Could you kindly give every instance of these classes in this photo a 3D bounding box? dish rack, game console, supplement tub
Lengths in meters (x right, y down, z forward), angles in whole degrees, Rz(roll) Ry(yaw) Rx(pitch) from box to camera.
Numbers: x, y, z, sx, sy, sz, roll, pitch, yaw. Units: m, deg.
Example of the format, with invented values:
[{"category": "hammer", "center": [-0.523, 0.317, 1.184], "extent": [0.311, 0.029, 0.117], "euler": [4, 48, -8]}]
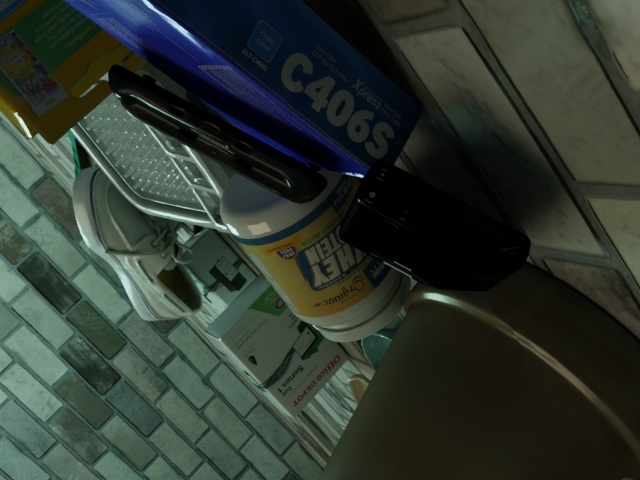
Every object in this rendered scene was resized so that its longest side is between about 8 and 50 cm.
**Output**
[{"category": "dish rack", "center": [-0.241, -0.145, 1.209], "extent": [0.332, 0.072, 0.286], "euler": [11, 144, 47]}, {"category": "game console", "center": [-0.013, -0.055, 0.706], "extent": [0.361, 0.044, 0.213], "euler": [28, 172, 0]}, {"category": "supplement tub", "center": [0.000, 0.000, 0.918], "extent": [0.144, 0.144, 0.200], "euler": [22, 153, 53]}]

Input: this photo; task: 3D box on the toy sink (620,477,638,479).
[{"category": "toy sink", "center": [0.351, 0.198, 0.577], "extent": [0.234, 0.131, 0.153], "euler": [9, 142, 56]}]

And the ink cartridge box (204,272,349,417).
[{"category": "ink cartridge box", "center": [-0.076, 0.190, 1.554], "extent": [0.219, 0.160, 0.092], "euler": [50, 163, -22]}]

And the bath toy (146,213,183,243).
[{"category": "bath toy", "center": [-0.346, -0.027, 1.737], "extent": [0.151, 0.129, 0.348], "euler": [47, 163, -8]}]

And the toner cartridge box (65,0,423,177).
[{"category": "toner cartridge box", "center": [-0.092, -0.172, 0.666], "extent": [0.347, 0.075, 0.165], "euler": [34, 170, -34]}]

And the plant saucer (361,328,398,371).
[{"category": "plant saucer", "center": [0.190, 0.231, 1.216], "extent": [0.317, 0.044, 0.318], "euler": [41, 164, 15]}]

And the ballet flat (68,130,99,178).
[{"category": "ballet flat", "center": [-0.418, -0.135, 1.590], "extent": [0.087, 0.083, 0.247], "euler": [-13, 91, 64]}]

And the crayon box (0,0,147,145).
[{"category": "crayon box", "center": [-0.340, -0.267, 0.977], "extent": [0.323, 0.203, 0.083], "euler": [43, 164, 6]}]

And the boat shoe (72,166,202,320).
[{"category": "boat shoe", "center": [-0.294, 0.014, 1.505], "extent": [0.156, 0.136, 0.367], "euler": [-3, 133, 18]}]

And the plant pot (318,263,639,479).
[{"category": "plant pot", "center": [0.150, 0.214, 0.843], "extent": [0.323, 0.280, 0.323], "euler": [41, 165, 14]}]

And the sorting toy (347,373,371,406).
[{"category": "sorting toy", "center": [0.146, 0.297, 1.359], "extent": [0.208, 0.038, 0.193], "euler": [31, 160, 26]}]

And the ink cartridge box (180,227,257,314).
[{"category": "ink cartridge box", "center": [-0.193, 0.081, 1.700], "extent": [0.208, 0.087, 0.153], "euler": [48, 163, -10]}]

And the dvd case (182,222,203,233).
[{"category": "dvd case", "center": [-0.280, -0.140, 1.393], "extent": [0.253, 0.022, 0.180], "euler": [39, 146, 17]}]

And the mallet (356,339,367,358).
[{"category": "mallet", "center": [0.087, 0.205, 1.430], "extent": [0.190, 0.039, 0.062], "euler": [56, 163, -22]}]
